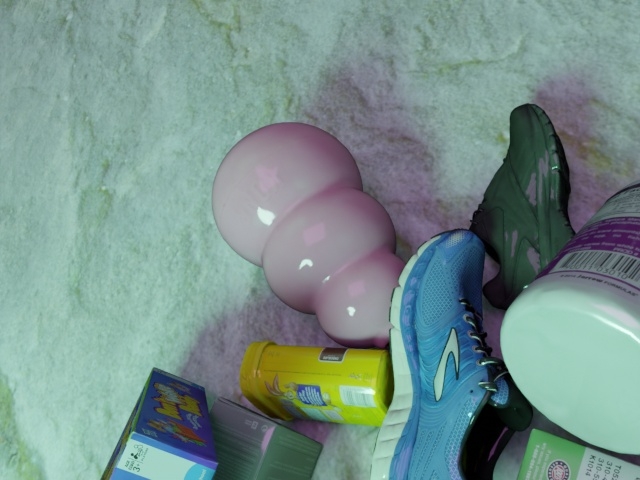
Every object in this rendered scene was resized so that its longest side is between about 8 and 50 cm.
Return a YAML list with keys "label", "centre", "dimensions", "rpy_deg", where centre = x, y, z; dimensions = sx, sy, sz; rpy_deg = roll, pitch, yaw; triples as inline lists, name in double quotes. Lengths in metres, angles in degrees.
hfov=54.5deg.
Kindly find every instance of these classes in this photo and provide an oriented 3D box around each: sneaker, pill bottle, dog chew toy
- label: "sneaker"
  centre: [0.243, -0.046, 0.764]
  dimensions: [0.130, 0.109, 0.286]
  rpy_deg: [-12, 57, 27]
- label: "pill bottle"
  centre: [0.318, 0.040, 0.588]
  dimensions: [0.169, 0.169, 0.302]
  rpy_deg: [29, 50, 34]
- label: "dog chew toy"
  centre: [0.000, 0.000, 0.801]
  dimensions: [0.207, 0.206, 0.331]
  rpy_deg: [-38, 62, 2]
- label: "sneaker"
  centre: [0.156, 0.141, 0.655]
  dimensions: [0.147, 0.130, 0.329]
  rpy_deg: [-11, 61, 40]

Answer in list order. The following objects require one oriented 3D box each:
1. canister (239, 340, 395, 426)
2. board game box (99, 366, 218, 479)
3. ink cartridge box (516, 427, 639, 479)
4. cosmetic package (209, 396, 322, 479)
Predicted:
- label: "canister"
  centre: [0.008, 0.173, 0.740]
  dimensions: [0.170, 0.126, 0.073]
  rpy_deg: [-2, 56, 24]
- label: "board game box"
  centre: [-0.199, 0.281, 0.656]
  dimensions: [0.078, 0.347, 0.233]
  rpy_deg: [25, 82, -10]
- label: "ink cartridge box"
  centre: [0.285, 0.290, 0.565]
  dimensions: [0.220, 0.092, 0.160]
  rpy_deg: [14, 71, 31]
- label: "cosmetic package"
  centre: [-0.101, 0.321, 0.714]
  dimensions: [0.107, 0.127, 0.237]
  rpy_deg: [14, 69, 33]
